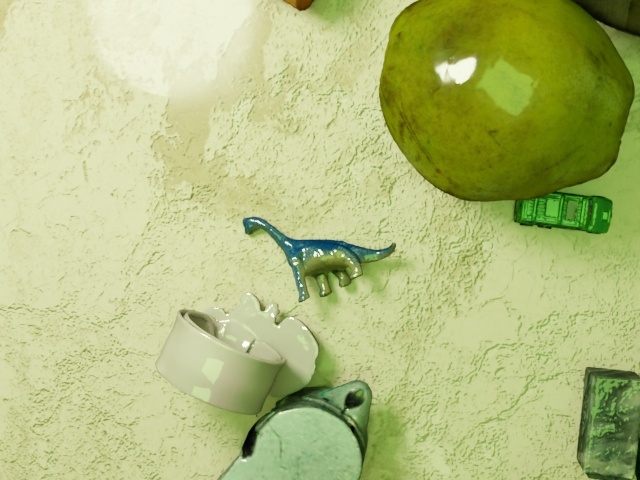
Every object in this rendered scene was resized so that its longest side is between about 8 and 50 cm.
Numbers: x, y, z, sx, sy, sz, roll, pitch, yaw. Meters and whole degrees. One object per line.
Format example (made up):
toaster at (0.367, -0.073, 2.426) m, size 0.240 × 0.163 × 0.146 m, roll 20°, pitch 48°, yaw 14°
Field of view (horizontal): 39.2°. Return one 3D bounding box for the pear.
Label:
pear at (0.281, -0.236, 1.427) m, size 0.413 × 0.352 × 0.352 m, roll 19°, pitch 95°, yaw 15°

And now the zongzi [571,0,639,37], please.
zongzi at (0.497, -0.391, 1.366) m, size 0.447 × 0.418 × 0.181 m, roll 32°, pitch 116°, yaw 7°

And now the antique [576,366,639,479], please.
antique at (0.494, 0.317, 1.540) m, size 0.086 × 0.088 × 0.183 m, roll 5°, pitch 93°, yaw 7°

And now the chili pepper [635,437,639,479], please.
chili pepper at (0.619, 0.351, 1.540) m, size 0.122 × 0.065 × 0.279 m, roll 28°, pitch 97°, yaw -4°

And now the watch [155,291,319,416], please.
watch at (-0.139, 0.194, 1.535) m, size 0.244 × 0.231 × 0.196 m, roll 25°, pitch 92°, yaw 11°

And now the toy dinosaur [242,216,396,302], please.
toy dinosaur at (0.000, 0.000, 1.597) m, size 0.247 × 0.075 × 0.188 m, roll -25°, pitch 82°, yaw 13°

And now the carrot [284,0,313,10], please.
carrot at (-0.091, -0.512, 1.546) m, size 0.225 × 0.159 × 0.159 m, roll 29°, pitch 96°, yaw 13°

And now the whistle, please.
whistle at (-0.084, 0.382, 1.570) m, size 0.404 × 0.168 × 0.188 m, roll -18°, pitch 91°, yaw 7°

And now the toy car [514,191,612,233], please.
toy car at (0.418, -0.051, 1.544) m, size 0.165 × 0.062 × 0.071 m, roll 8°, pitch 93°, yaw 6°
